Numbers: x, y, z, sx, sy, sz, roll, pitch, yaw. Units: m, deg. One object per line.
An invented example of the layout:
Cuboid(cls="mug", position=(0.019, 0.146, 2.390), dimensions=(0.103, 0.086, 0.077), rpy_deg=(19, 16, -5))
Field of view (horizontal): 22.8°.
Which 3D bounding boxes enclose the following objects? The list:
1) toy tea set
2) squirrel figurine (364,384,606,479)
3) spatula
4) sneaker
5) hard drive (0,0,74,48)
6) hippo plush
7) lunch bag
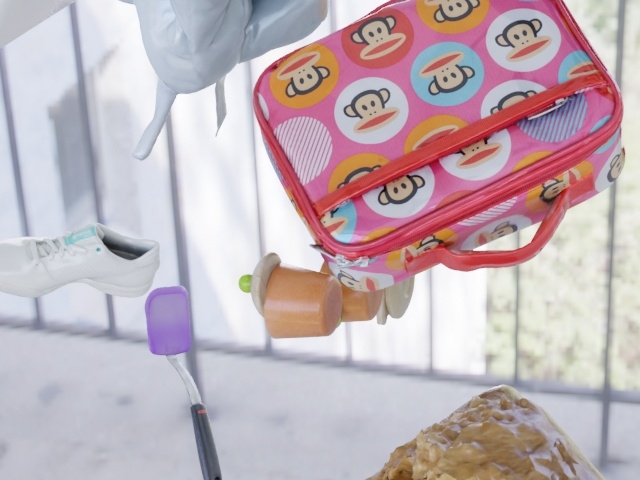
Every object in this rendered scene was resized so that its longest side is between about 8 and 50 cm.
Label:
Cuboid(cls="toy tea set", position=(0.000, 0.000, 1.650), dimensions=(0.124, 0.200, 0.336), rpy_deg=(5, 8, 21))
Cuboid(cls="squirrel figurine", position=(0.047, 0.285, 0.988), dimensions=(0.370, 0.397, 0.281), rpy_deg=(-40, 65, 0))
Cuboid(cls="spatula", position=(-0.181, 0.206, 2.180), dimensions=(0.030, 0.297, 0.084), rpy_deg=(-29, -18, 38))
Cuboid(cls="sneaker", position=(-0.289, 0.013, 1.841), dimensions=(0.212, 0.094, 0.080), rpy_deg=(2, 56, -21))
Cuboid(cls="hard drive", position=(-0.084, -0.254, 0.918), dimensions=(0.233, 0.047, 0.353), rpy_deg=(-40, -1, -33))
Cuboid(cls="hippo plush", position=(-0.138, -0.292, 1.682), dimensions=(0.234, 0.294, 0.236), rpy_deg=(-23, 59, -38))
Cuboid(cls="lunch bag", position=(0.109, -0.085, 1.371), dimensions=(0.293, 0.120, 0.258), rpy_deg=(-26, 62, -1))
